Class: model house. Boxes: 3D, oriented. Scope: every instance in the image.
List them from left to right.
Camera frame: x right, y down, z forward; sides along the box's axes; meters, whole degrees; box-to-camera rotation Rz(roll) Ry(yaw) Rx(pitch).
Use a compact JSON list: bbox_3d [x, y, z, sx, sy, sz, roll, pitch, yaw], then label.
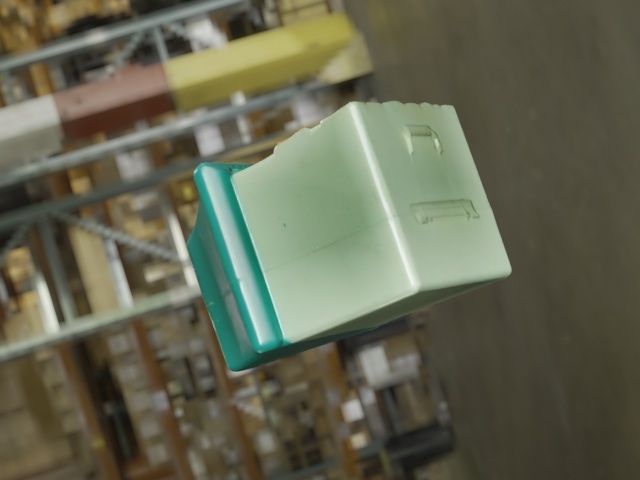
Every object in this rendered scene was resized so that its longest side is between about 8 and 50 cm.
[{"bbox_3d":[0.000,0.000,0.907,0.127,0.149,0.100,-5,-108,-62],"label":"model house"}]
